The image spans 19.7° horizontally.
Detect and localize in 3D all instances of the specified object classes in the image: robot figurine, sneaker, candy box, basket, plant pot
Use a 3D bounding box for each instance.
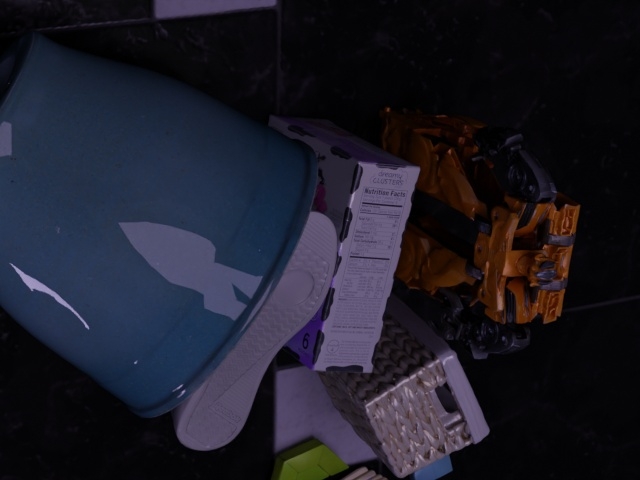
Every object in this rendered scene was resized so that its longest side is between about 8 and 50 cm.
[{"bbox_3d":[0.136,-0.018,1.678,0.085,0.291,0.211,-2,110,-29],"label":"robot figurine"},{"bbox_3d":[-0.081,0.046,1.653,0.094,0.151,0.256,15,119,-30],"label":"sneaker"},{"bbox_3d":[0.000,0.000,1.683,0.070,0.165,0.196,4,106,-33],"label":"candy box"},{"bbox_3d":[0.070,0.138,1.779,0.103,0.167,0.113,-31,120,-9],"label":"basket"},{"bbox_3d":[-0.184,-0.033,1.526,0.255,0.271,0.272,33,90,-19],"label":"plant pot"}]

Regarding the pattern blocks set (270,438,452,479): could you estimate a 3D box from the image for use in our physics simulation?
[{"bbox_3d":[0.003,0.331,1.894,0.324,0.026,0.285,-16,115,-24],"label":"pattern blocks set"}]
